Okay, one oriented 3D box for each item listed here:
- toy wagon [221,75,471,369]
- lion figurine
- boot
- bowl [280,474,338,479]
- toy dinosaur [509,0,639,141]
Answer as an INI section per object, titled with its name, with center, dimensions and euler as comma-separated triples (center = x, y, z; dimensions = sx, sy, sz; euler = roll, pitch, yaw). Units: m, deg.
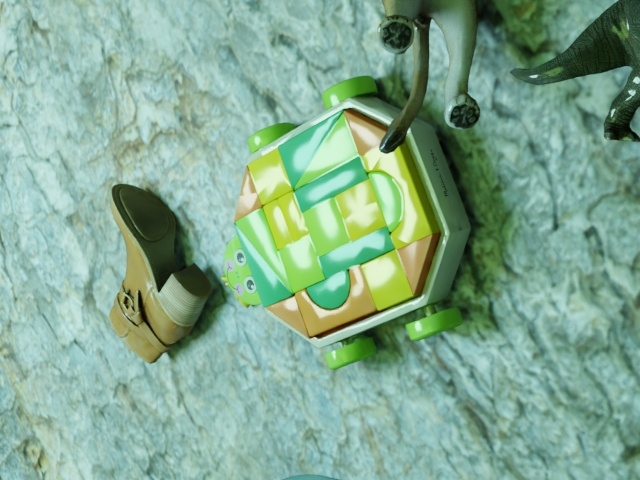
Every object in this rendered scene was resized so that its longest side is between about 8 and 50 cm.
[toy wagon]
center = 0.000, 0.000, 1.210
dimensions = 0.344, 0.068, 0.267
euler = -25, 81, 40
[lion figurine]
center = 0.112, -0.290, 1.003
dimensions = 0.240, 0.142, 0.392
euler = -94, 22, -49
[boot]
center = -0.224, 0.043, 1.409
dimensions = 0.197, 0.073, 0.152
euler = 56, 132, 20
[bowl]
center = -0.034, 0.428, 1.260
dimensions = 0.311, 0.163, 0.311
euler = 8, 103, 40
[toy dinosaur]
center = 0.307, -0.153, 0.910
dimensions = 0.313, 0.121, 0.160
euler = 7, 91, 44
